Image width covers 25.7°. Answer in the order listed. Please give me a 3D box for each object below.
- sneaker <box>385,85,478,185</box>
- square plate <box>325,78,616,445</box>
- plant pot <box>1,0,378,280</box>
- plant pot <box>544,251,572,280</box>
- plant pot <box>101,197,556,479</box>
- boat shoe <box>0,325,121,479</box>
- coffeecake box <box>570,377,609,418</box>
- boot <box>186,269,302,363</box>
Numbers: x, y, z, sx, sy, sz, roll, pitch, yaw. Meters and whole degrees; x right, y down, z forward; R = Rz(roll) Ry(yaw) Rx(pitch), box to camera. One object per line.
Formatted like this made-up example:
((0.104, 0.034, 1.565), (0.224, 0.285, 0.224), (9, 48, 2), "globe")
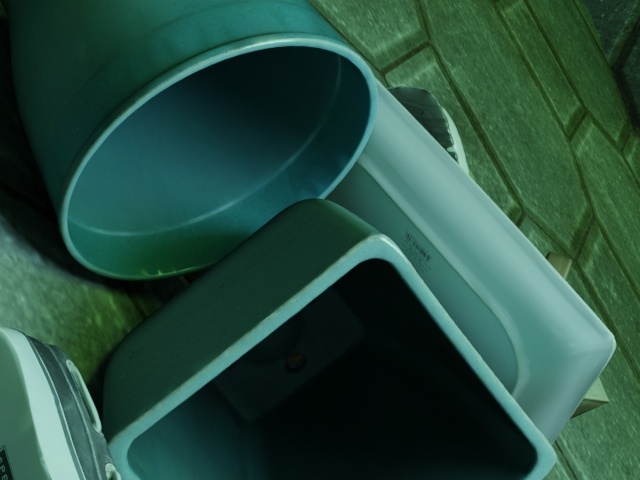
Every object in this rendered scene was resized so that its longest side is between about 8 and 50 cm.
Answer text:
((0.138, 0.020, 1.540), (0.182, 0.158, 0.410), (-43, 124, -66), "sneaker")
((0.085, 0.056, 1.254), (0.347, 0.049, 0.344), (49, -27, 21), "square plate")
((-0.131, -0.150, 1.140), (0.271, 0.271, 0.255), (23, 31, -57), "plant pot")
((0.210, 0.113, 1.682), (0.109, 0.237, 0.237), (22, 23, 8), "plant pot")
((-0.017, 0.111, 1.094), (0.248, 0.247, 0.252), (51, 1, -25), "plant pot")
((-0.160, 0.193, 0.877), (0.102, 0.108, 0.301), (22, 38, -55), "boat shoe")
((0.333, 0.157, 2.017), (0.142, 0.068, 0.185), (16, 50, -60), "coffeecake box")
((-0.065, 0.025, 1.312), (0.152, 0.073, 0.197), (3, 73, -64), "boot")
